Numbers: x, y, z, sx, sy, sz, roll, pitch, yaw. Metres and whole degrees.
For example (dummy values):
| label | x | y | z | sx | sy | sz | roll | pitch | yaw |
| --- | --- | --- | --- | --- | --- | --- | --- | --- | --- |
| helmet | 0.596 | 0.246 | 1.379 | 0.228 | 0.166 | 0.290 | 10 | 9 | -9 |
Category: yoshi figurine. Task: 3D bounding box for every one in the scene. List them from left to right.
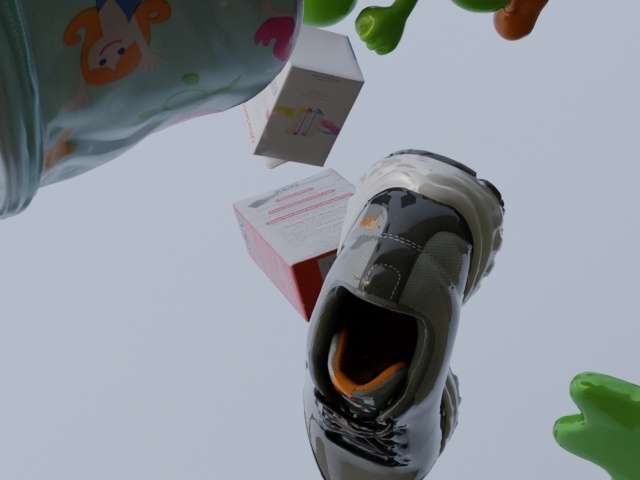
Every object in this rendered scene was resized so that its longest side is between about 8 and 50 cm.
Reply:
| label | x | y | z | sx | sy | sz | roll | pitch | yaw |
| --- | --- | --- | --- | --- | --- | --- | --- | --- | --- |
| yoshi figurine | 0.091 | -0.335 | 1.632 | 0.362 | 0.203 | 0.203 | 3 | -76 | -25 |

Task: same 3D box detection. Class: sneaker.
| label | x | y | z | sx | sy | sz | roll | pitch | yaw |
| --- | --- | --- | --- | --- | --- | --- | --- | --- | --- |
| sneaker | 0.027 | 0.075 | 0.738 | 0.271 | 0.100 | 0.108 | 96 | -161 | -46 |

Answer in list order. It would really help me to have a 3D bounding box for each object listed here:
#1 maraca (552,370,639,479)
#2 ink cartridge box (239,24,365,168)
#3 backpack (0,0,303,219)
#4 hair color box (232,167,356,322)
| label | x | y | z | sx | sy | sz | roll | pitch | yaw |
| --- | --- | --- | --- | --- | --- | --- | --- | --- | --- |
| maraca | 0.169 | 0.082 | 0.459 | 0.127 | 0.185 | 0.099 | 56 | -130 | -24 |
| ink cartridge box | -0.026 | -0.156 | 1.460 | 0.090 | 0.092 | 0.143 | 9 | -50 | -23 |
| backpack | -0.122 | -0.128 | 0.364 | 0.191 | 0.225 | 0.253 | -35 | -62 | -26 |
| hair color box | 0.000 | 0.000 | 1.028 | 0.093 | 0.167 | 0.053 | -20 | -66 | -11 |
